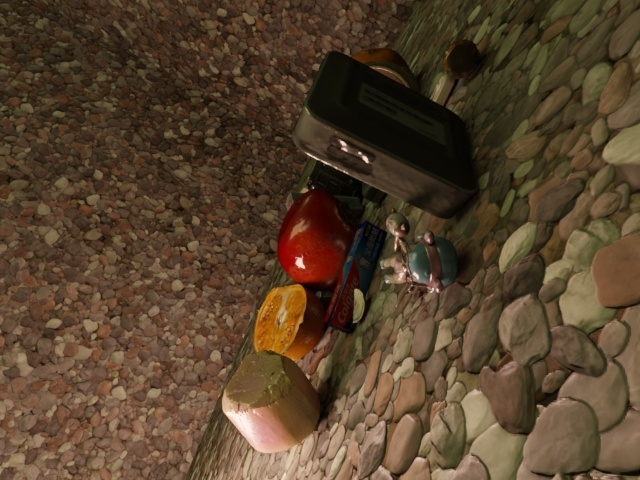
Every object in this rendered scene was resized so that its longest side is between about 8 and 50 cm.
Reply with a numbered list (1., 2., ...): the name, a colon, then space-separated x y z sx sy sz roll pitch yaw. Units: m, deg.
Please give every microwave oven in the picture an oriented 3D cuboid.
1. microwave oven: 0.071 -0.302 1.918 0.394 0.247 0.333 -67 12 -16

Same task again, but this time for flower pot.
1. flower pot: 0.220 -0.493 1.584 0.307 0.307 0.244 -58 -4 28

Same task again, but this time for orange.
1. orange: -0.116 0.274 1.453 0.310 0.274 0.274 -3 48 26
2. orange: 0.230 -0.647 1.834 0.312 0.312 0.312 -60 11 20

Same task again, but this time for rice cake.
1. rice cake: -0.040 0.266 1.622 0.365 0.056 0.073 -53 17 47

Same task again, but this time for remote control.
1. remote control: 0.353 -0.416 1.367 0.221 0.042 0.078 -64 11 8

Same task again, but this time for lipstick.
1. lipstick: 0.020 -0.126 1.646 0.077 0.289 0.076 116 148 -42

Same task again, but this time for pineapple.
1. pineapple: 0.404 -0.531 1.271 0.108 0.108 0.198 -58 1 30

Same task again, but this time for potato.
1. potato: 0.111 0.177 1.178 0.037 0.036 0.093 -8 68 33

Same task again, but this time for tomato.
1. tomato: 0.000 0.000 1.460 0.290 0.293 0.325 -42 26 20

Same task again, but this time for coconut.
1. coconut: -0.118 0.426 1.150 0.233 0.245 0.233 -21 29 12

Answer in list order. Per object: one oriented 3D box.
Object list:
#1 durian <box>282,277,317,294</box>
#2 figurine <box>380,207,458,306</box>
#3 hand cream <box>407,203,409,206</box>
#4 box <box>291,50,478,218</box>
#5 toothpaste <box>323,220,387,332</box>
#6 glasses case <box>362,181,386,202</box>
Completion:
1. durian: -0.058 0.173 1.694 0.250 0.183 0.138 -52 -45 -52
2. figurine: 0.189 0.031 0.897 0.260 0.102 0.205 142 128 -76
3. hand cream: 0.269 -0.166 1.221 0.061 0.039 0.143 -99 27 -61
4. box: 0.155 -0.260 0.998 0.111 0.395 0.397 -57 13 40
5. toothpaste: 0.102 0.102 1.260 0.066 0.076 0.320 -34 32 64
6. glasses case: 0.210 -0.260 1.603 0.131 0.074 0.323 -59 12 32
